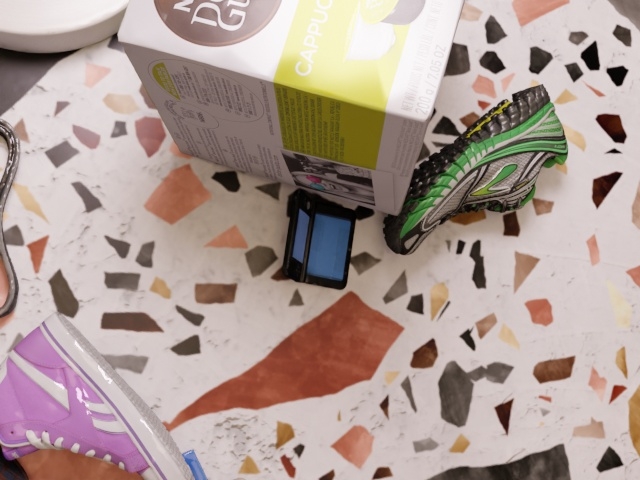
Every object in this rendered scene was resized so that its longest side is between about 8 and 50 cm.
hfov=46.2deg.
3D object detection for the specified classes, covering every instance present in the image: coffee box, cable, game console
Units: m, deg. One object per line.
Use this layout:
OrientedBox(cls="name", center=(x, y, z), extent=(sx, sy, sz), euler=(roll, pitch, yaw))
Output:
OrientedBox(cls="coffee box", center=(-0.004, -0.272, 0.924), extent=(0.334, 0.338, 0.338), euler=(16, 78, 5))
OrientedBox(cls="cable", center=(-0.427, -0.016, 0.954), extent=(0.139, 0.072, 0.287), euler=(21, 77, -16))
OrientedBox(cls="game console", center=(0.000, 0.000, 1.062), extent=(0.071, 0.107, 0.122), euler=(5, 79, 15))

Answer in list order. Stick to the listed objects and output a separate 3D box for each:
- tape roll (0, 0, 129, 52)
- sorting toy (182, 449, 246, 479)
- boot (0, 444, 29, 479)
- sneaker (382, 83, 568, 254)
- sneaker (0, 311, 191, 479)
OrientedBox(cls="tape roll", center=(-0.395, -0.454, 1.026), extent=(0.391, 0.072, 0.392), euler=(2, 82, -14))
OrientedBox(cls="sorting toy", center=(-0.118, 0.438, 0.980), extent=(0.196, 0.047, 0.348), euler=(-40, 90, -9))
OrientedBox(cls="boot", center=(-0.474, 0.279, 0.912), extent=(0.219, 0.082, 0.106), euler=(32, 97, -12))
OrientedBox(cls="sneaker", center=(0.238, -0.084, 1.101), extent=(0.343, 0.134, 0.146), euler=(-37, 99, -13))
OrientedBox(cls="sneaker", center=(-0.295, 0.242, 0.931), extent=(0.282, 0.102, 0.161), euler=(43, 77, 14))
